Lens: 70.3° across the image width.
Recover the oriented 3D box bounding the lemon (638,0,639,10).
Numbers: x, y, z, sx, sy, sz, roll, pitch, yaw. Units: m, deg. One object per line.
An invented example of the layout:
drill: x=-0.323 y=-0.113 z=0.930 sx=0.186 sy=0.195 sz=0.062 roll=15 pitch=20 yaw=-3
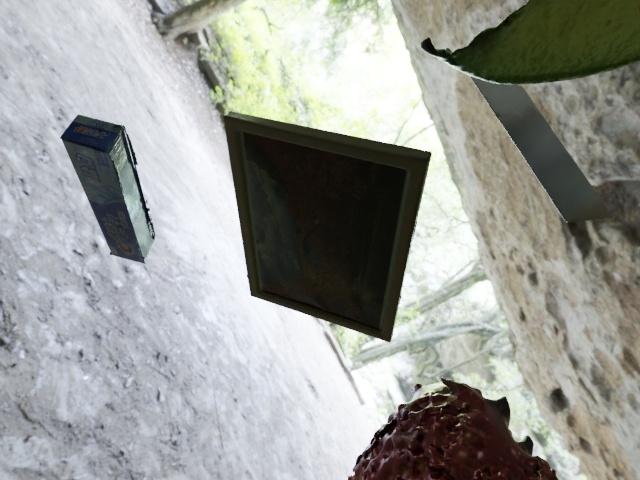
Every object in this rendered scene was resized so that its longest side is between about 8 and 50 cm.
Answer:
lemon: x=0.239 y=-0.127 z=0.189 sx=0.178 sy=0.203 sz=0.178 roll=39 pitch=15 yaw=-12

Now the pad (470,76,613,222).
pad: x=0.231 y=-0.101 z=0.477 sx=0.127 sy=0.004 sz=0.190 roll=-4 pitch=62 yaw=-40

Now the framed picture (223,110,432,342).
framed picture: x=0.000 y=0.000 z=0.456 sx=0.250 sy=0.184 sz=0.016 roll=93 pitch=20 yaw=-44

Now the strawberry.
strawberry: x=0.101 y=0.223 z=0.357 sx=0.184 sy=0.201 sz=0.187 roll=5 pitch=-69 yaw=51

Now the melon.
melon: x=0.196 y=-0.159 z=0.312 sx=0.114 sy=0.261 sz=0.053 roll=72 pitch=-1 yaw=-67

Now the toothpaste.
toothpaste: x=-0.294 y=-0.058 z=0.658 sx=0.272 sy=0.066 sz=0.053 roll=107 pitch=-4 yaw=-57
